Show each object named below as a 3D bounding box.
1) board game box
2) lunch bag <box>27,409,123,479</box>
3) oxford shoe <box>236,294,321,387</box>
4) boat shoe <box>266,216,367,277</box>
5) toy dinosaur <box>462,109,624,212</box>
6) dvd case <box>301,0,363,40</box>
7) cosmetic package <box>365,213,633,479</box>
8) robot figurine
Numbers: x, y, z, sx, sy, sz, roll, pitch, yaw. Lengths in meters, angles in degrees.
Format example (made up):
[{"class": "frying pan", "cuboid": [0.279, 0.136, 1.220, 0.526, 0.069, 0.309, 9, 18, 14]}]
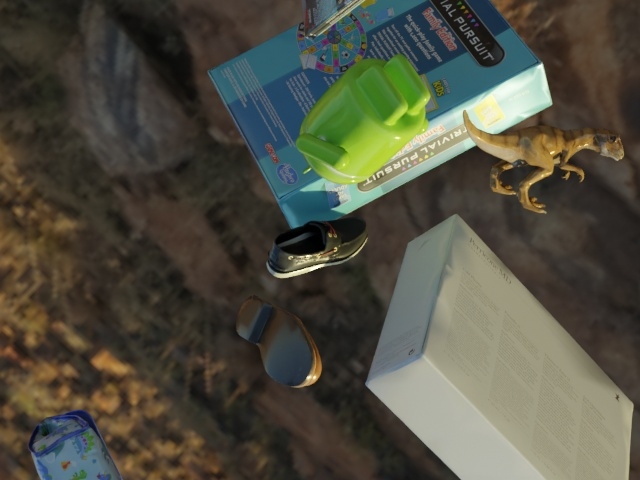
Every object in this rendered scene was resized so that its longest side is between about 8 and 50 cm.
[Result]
[{"class": "board game box", "cuboid": [0.065, -0.181, 1.667, 0.254, 0.336, 0.079, 61, 178, 41]}, {"class": "lunch bag", "cuboid": [-0.313, 0.292, 1.792, 0.129, 0.096, 0.151, 65, 161, -10]}, {"class": "oxford shoe", "cuboid": [-0.034, 0.127, 1.733, 0.076, 0.076, 0.212, 25, -171, -26]}, {"class": "boat shoe", "cuboid": [0.001, 0.001, 1.549, 0.049, 0.133, 0.042, 50, 144, 30]}, {"class": "toy dinosaur", "cuboid": [0.204, -0.091, 1.416, 0.064, 0.211, 0.112, 53, 136, 49]}, {"class": "dvd case", "cuboid": [0.023, -0.287, 1.552, 0.013, 0.087, 0.119, 24, 137, -39]}, {"class": "cosmetic package", "cuboid": [0.234, 0.190, 1.727, 0.097, 0.284, 0.377, -32, 111, 34]}, {"class": "robot figurine", "cuboid": [0.029, -0.084, 0.994, 0.067, 0.101, 0.115, 55, 139, 6]}]
